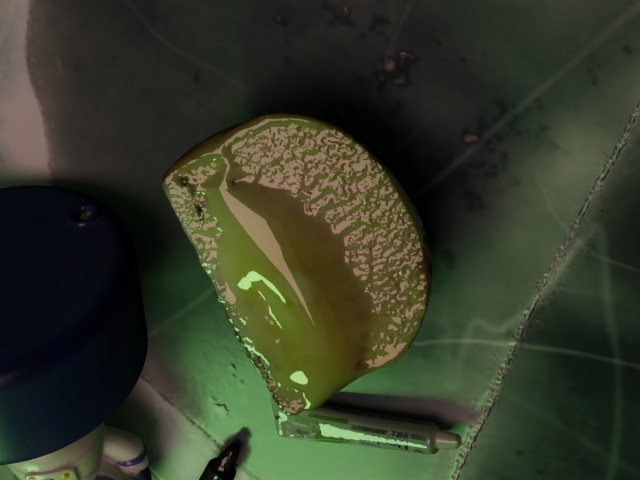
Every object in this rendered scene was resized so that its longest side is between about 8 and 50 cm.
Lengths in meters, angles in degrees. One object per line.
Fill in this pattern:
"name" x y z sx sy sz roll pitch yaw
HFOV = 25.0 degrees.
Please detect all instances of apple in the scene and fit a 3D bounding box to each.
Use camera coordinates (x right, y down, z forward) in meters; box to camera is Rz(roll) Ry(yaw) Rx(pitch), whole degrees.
"apple" 0.000 0.000 1.251 0.193 0.120 0.265 -20 111 18

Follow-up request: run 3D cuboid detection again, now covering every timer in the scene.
"timer" -0.267 0.168 1.412 0.270 0.270 0.384 6 134 22

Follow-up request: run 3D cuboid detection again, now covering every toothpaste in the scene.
"toothpaste" 0.042 0.180 1.384 0.197 0.029 0.048 5 118 26

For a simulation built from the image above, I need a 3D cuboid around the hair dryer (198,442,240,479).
"hair dryer" -0.139 0.312 1.501 0.070 0.114 0.248 30 118 -4
